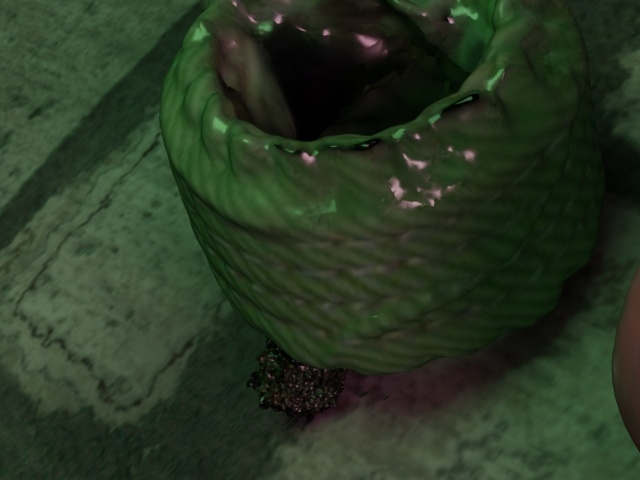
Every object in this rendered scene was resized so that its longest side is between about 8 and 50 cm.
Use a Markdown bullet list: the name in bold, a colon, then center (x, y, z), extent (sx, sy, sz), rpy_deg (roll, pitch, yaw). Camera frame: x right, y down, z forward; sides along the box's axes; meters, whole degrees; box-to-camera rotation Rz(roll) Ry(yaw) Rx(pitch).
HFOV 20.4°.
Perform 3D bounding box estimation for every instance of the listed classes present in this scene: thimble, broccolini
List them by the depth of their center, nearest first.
- **thimble**: center (0.029, -0.051, 0.883), extent (0.219, 0.150, 0.219), rpy_deg (-10, 41, 9)
- **broccolini**: center (0.000, 0.000, 0.984), extent (0.051, 0.054, 0.239), rpy_deg (8, 45, 2)

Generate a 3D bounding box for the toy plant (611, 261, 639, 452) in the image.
- **toy plant**: center (0.280, 0.072, 0.530), extent (0.317, 0.210, 0.356), rpy_deg (-44, 48, -8)
